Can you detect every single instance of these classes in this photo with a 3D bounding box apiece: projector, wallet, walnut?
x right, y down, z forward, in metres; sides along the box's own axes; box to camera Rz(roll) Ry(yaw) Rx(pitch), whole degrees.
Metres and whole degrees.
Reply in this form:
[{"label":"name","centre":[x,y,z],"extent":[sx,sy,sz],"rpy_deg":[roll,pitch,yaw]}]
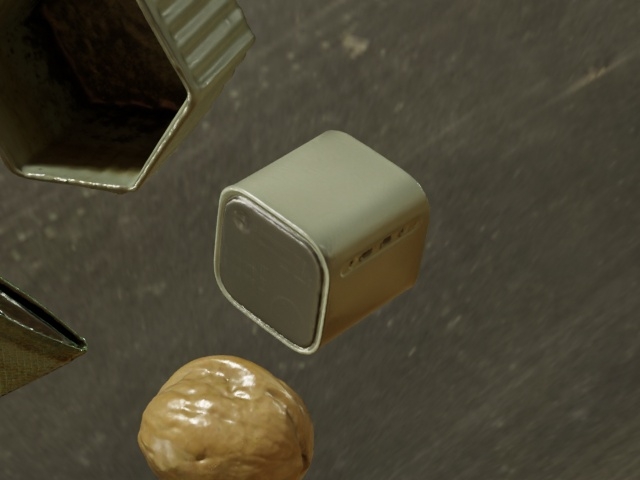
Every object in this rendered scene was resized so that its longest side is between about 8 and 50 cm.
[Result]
[{"label":"projector","centre":[0.000,0.000,0.907],"extent":[0.083,0.083,0.082],"rpy_deg":[35,48,28]},{"label":"wallet","centre":[-0.362,0.107,1.632],"extent":[0.160,0.236,0.055],"rpy_deg":[38,43,-34]},{"label":"walnut","centre":[-0.086,0.179,1.563],"extent":[0.166,0.166,0.149],"rpy_deg":[12,111,0]}]

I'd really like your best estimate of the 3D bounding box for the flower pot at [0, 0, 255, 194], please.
[{"label":"flower pot","centre":[-0.198,-0.177,1.554],"extent":[0.239,0.189,0.209],"rpy_deg":[8,118,13]}]
